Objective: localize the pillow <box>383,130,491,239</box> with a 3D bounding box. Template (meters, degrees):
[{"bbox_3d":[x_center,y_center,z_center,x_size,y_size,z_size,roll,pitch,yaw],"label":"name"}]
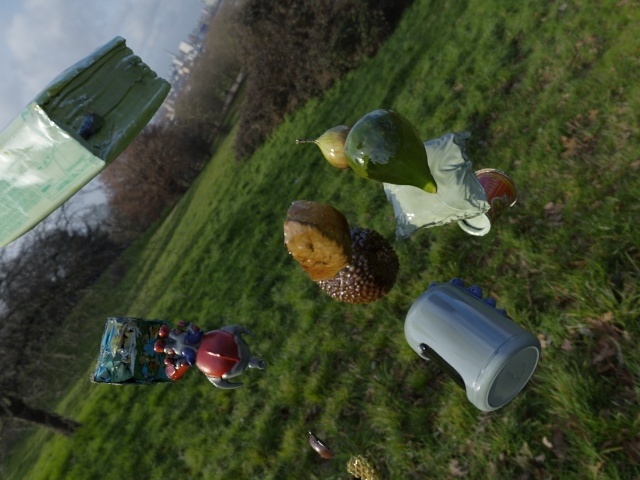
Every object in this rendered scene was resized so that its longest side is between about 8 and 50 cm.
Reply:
[{"bbox_3d":[0.343,-0.167,1.472,0.310,0.138,0.283,-15,79,30],"label":"pillow"}]

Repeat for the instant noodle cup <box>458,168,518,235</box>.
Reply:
[{"bbox_3d":[0.610,-0.134,1.802,0.212,0.193,0.193,-48,11,-33],"label":"instant noodle cup"}]

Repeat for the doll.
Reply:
[{"bbox_3d":[-0.190,0.196,0.843,0.062,0.195,0.104,109,175,-56],"label":"doll"}]

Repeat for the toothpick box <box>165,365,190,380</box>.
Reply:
[{"bbox_3d":[-0.322,0.285,1.118,0.083,0.047,0.047,-48,27,30],"label":"toothpick box"}]

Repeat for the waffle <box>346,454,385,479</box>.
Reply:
[{"bbox_3d":[0.166,0.766,1.524,0.051,0.194,0.149,-30,-16,-30],"label":"waffle"}]

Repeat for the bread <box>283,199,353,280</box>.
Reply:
[{"bbox_3d":[0.010,0.002,1.139,0.260,0.134,0.129,65,-153,-59],"label":"bread"}]

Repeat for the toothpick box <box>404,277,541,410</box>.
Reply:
[{"bbox_3d":[0.396,0.255,1.328,0.355,0.263,0.263,38,103,46],"label":"toothpick box"}]

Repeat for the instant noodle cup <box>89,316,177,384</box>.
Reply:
[{"bbox_3d":[-0.531,0.318,1.392,0.240,0.240,0.178,-21,63,60],"label":"instant noodle cup"}]

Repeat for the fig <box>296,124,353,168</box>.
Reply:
[{"bbox_3d":[0.041,-0.343,1.742,0.143,0.231,0.160,58,141,43],"label":"fig"}]

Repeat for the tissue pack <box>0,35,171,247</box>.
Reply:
[{"bbox_3d":[-0.496,-0.183,0.911,0.388,0.162,0.287,-25,33,31],"label":"tissue pack"}]

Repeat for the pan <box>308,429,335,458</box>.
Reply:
[{"bbox_3d":[-0.008,0.424,1.005,0.023,0.115,0.068,-46,47,-16],"label":"pan"}]

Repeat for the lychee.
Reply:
[{"bbox_3d":[0.107,0.085,1.549,0.267,0.268,0.267,-48,28,36],"label":"lychee"}]

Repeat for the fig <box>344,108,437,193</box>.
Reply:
[{"bbox_3d":[0.206,-0.220,1.280,0.206,0.275,0.206,-45,-19,-19],"label":"fig"}]
